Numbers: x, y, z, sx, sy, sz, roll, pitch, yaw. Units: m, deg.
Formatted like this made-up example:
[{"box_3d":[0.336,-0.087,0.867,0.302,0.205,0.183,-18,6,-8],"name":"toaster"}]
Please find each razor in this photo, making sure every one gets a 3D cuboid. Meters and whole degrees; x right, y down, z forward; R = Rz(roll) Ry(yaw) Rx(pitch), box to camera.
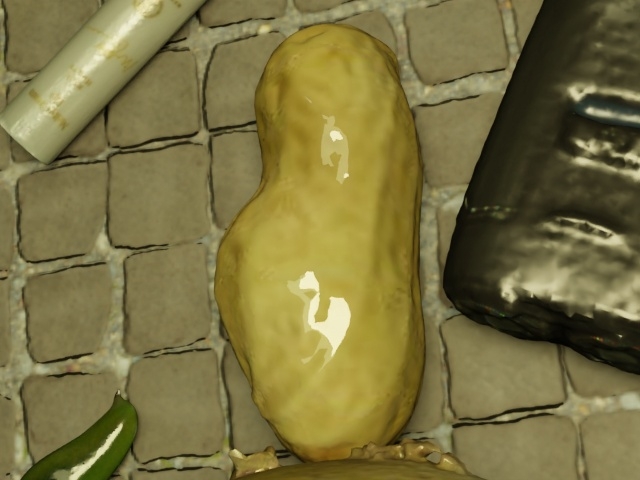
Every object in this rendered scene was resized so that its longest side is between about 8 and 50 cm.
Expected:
[{"box_3d":[0.214,-0.079,0.853,0.189,0.107,0.327,18,82,18],"name":"razor"}]

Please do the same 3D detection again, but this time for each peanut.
[{"box_3d":[0.000,0.000,0.876,0.147,0.147,0.319,-2,80,14],"name":"peanut"}]

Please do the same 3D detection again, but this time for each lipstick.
[{"box_3d":[-0.149,-0.172,0.995,0.264,0.059,0.059,-47,71,1],"name":"lipstick"}]

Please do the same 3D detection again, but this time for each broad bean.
[{"box_3d":[-0.234,0.237,0.934,0.060,0.043,0.298,35,89,8],"name":"broad bean"}]

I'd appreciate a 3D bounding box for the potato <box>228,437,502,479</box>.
[{"box_3d":[0.050,0.306,0.661,0.319,0.385,0.442,-29,38,-1],"name":"potato"}]
